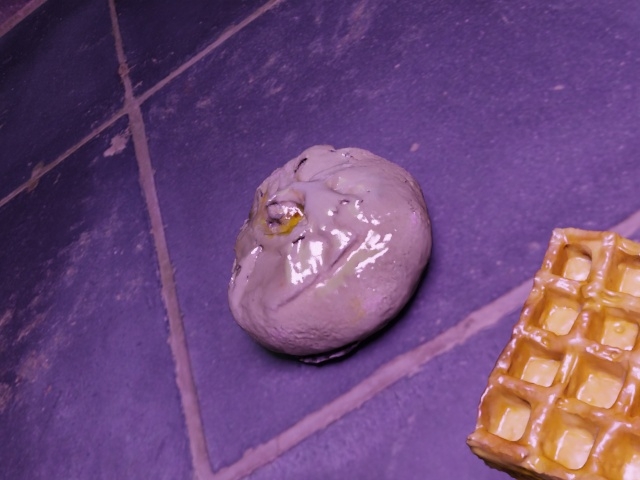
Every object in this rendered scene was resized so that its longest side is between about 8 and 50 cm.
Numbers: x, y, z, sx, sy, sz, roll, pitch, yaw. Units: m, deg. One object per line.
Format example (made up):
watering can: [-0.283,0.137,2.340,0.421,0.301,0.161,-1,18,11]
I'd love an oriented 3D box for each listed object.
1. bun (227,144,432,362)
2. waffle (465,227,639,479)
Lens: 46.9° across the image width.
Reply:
bun: [0.000,0.000,0.773,0.239,0.141,0.239,-23,45,25]
waffle: [0.205,0.077,0.395,0.210,0.055,0.161,9,63,42]
